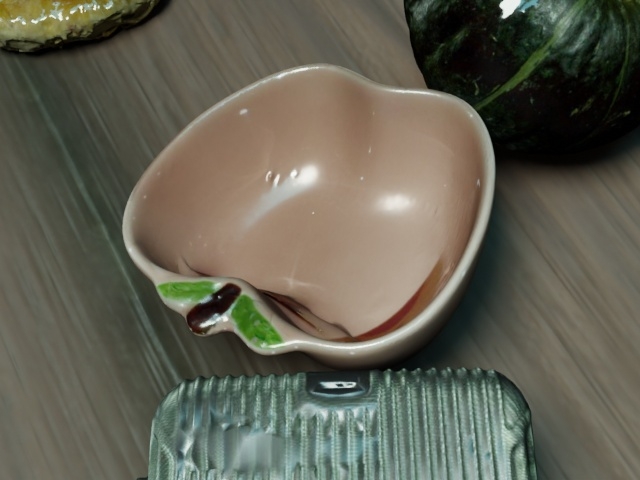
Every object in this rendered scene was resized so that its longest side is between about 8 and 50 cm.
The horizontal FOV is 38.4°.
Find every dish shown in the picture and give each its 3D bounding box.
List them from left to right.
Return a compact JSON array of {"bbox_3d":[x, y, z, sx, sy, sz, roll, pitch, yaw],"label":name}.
[{"bbox_3d":[0.000,0.000,0.541,0.213,0.090,0.213,-7,53,9],"label":"dish"}]

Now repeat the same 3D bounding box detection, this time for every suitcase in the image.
[{"bbox_3d":[0.015,0.213,0.430,0.202,0.128,0.312,-2,64,3],"label":"suitcase"}]

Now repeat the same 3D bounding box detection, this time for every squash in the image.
[{"bbox_3d":[0.143,-0.146,0.571,0.193,0.156,0.193,0,92,-12],"label":"squash"}]

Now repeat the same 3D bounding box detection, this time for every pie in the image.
[{"bbox_3d":[-0.193,-0.223,0.693,0.195,0.046,0.195,-2,65,5],"label":"pie"}]
